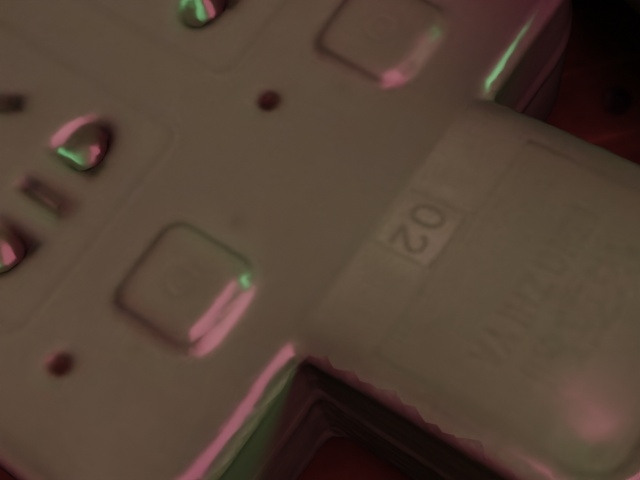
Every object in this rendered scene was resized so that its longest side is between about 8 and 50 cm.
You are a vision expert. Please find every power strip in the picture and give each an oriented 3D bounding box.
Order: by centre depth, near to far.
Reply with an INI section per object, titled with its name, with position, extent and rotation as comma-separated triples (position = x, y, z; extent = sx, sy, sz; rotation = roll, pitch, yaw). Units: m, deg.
[power strip]
position = 0.000, 0.000, 0.428
extent = 0.261, 0.141, 0.229
rotation = 31, 74, 18

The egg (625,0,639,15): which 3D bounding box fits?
[egg]
position = 0.240, -0.143, 0.381
extent = 0.336, 0.278, 0.278
rotation = 17, 75, 12
